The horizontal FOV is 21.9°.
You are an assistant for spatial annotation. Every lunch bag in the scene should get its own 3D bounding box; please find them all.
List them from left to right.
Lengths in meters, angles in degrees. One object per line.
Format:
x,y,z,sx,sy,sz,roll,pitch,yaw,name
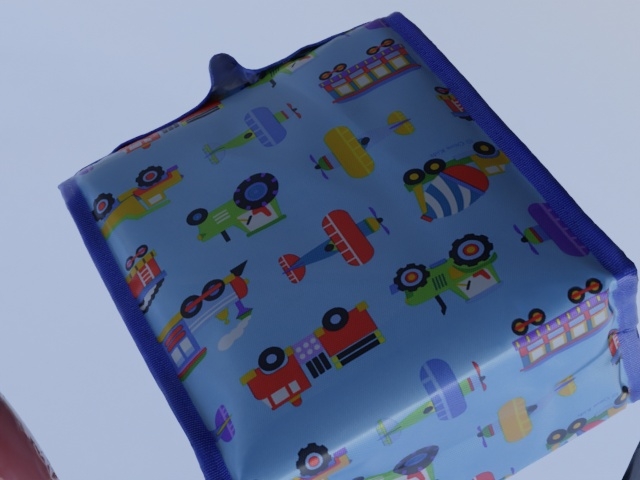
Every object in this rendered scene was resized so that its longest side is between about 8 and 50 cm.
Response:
0.000,0.000,0.876,0.293,0.221,0.138,58,175,34,lunch bag

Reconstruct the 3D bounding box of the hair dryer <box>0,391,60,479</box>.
-0.236,0.074,0.918,0.293,0.080,0.223,47,173,2,hair dryer

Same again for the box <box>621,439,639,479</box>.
0.119,0.145,0.468,0.051,0.220,0.175,29,174,-16,box
